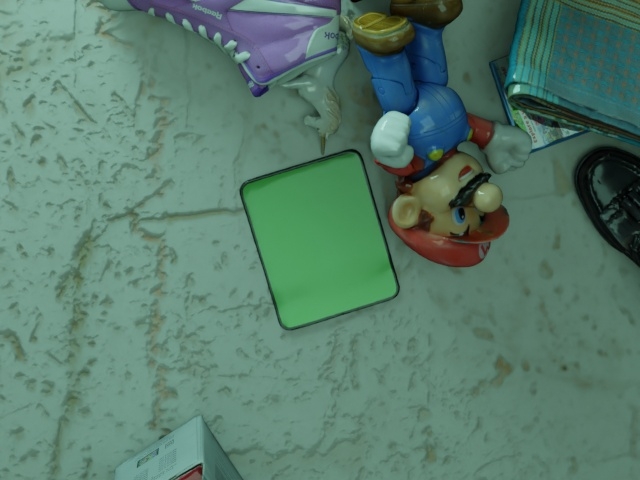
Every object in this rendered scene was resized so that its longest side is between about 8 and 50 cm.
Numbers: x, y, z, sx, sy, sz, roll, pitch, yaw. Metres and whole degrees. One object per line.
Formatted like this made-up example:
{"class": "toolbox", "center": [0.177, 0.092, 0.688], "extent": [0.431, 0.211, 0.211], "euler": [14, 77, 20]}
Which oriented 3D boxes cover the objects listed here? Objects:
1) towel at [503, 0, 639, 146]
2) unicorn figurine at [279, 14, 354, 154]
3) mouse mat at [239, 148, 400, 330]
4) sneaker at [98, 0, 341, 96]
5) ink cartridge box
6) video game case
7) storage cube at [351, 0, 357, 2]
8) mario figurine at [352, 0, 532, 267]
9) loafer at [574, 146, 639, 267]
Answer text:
{"class": "towel", "center": [0.364, -0.279, 1.686], "extent": [0.271, 0.040, 0.370], "euler": [17, 69, -6]}
{"class": "unicorn figurine", "center": [-0.008, -0.193, 1.730], "extent": [0.111, 0.060, 0.162], "euler": [28, 97, -4]}
{"class": "mouse mat", "center": [0.000, 0.000, 1.783], "extent": [0.153, 0.007, 0.189], "euler": [-17, 100, -3]}
{"class": "sneaker", "center": [-0.117, -0.237, 1.665], "extent": [0.282, 0.102, 0.161], "euler": [-1, 97, 16]}
{"class": "ink cartridge box", "center": [-0.104, 0.384, 1.688], "extent": [0.130, 0.272, 0.309], "euler": [-33, 99, 0]}
{"class": "video game case", "center": [0.296, -0.184, 1.783], "extent": [0.166, 0.015, 0.119], "euler": [-20, 99, -3]}
{"class": "storage cube", "center": [0.092, -0.383, 1.649], "extent": [0.184, 0.193, 0.215], "euler": [-23, 98, -2]}
{"class": "mario figurine", "center": [0.149, -0.113, 1.674], "extent": [0.198, 0.170, 0.320], "euler": [-18, 117, -3]}
{"class": "loafer", "center": [0.423, 0.010, 1.778], "extent": [0.109, 0.095, 0.302], "euler": [-41, 99, 3]}
